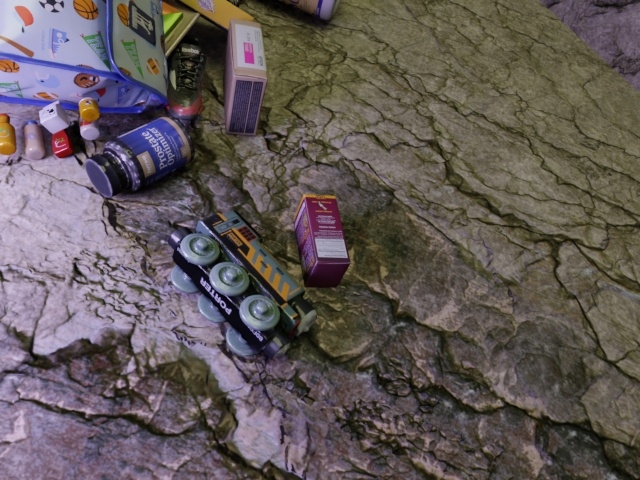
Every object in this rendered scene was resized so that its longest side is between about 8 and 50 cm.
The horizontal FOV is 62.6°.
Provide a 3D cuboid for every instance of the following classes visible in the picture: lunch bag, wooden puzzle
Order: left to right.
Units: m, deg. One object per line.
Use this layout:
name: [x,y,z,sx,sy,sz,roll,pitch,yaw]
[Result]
lunch bag: [-0.531,-0.470,1.162,0.386,0.239,0.327,1,79,-37]
wooden puzzle: [-0.464,-0.557,1.343,0.239,0.044,0.220,27,70,5]

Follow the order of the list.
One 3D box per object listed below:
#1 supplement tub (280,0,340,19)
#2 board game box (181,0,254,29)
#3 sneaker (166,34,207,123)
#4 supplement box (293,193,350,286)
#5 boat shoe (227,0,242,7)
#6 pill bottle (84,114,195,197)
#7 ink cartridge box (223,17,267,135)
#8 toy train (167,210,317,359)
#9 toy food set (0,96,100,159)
supplement tub: [-0.078,-0.908,1.748,0.332,0.241,0.241,22,51,-2]
board game box: [-0.349,-0.674,1.464,0.317,0.064,0.242,26,13,-22]
sneaker: [-0.349,-0.431,1.372,0.098,0.135,0.276,6,54,-16]
supplement box: [0.000,0.000,1.186,0.081,0.104,0.188,1,55,-18]
boat shoe: [-0.292,-0.771,1.688,0.066,0.066,0.183,26,51,0]
pill bottle: [-0.402,-0.186,1.179,0.123,0.122,0.219,41,53,13]
ink cartridge box: [-0.202,-0.425,1.378,0.088,0.193,0.234,3,55,-16]
toy train: [-0.155,0.082,1.061,0.334,0.142,0.190,44,44,15]
toy food set: [-0.592,-0.261,1.169,0.232,0.111,0.104,-25,61,3]
